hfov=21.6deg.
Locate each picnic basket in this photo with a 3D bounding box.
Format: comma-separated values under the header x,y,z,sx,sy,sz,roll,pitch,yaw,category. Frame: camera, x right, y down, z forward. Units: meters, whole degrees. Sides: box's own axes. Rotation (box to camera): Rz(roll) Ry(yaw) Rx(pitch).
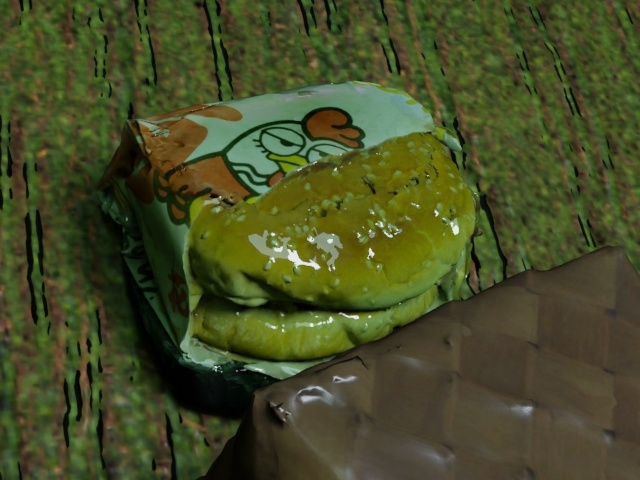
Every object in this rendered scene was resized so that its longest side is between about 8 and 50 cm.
x,y,z,sx,sy,sz,roll,pitch,yaw,category
0.067,0.194,0.702,0.254,0.321,0.291,-21,64,-32,picnic basket

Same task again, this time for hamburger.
x,y,z,sx,sy,sz,roll,pitch,yaw,category
0.001,0.003,0.951,0.214,0.125,0.235,-14,45,-18,hamburger
